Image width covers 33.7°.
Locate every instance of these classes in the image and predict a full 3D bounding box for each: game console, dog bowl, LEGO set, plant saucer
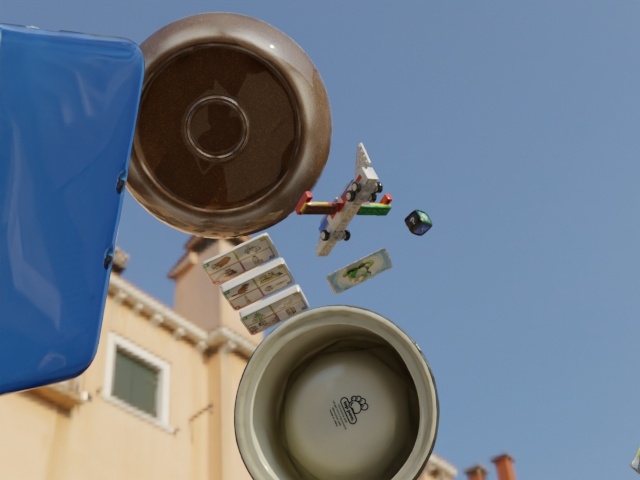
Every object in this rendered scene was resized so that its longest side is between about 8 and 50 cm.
[{"bbox_3d":[-0.293,-0.030,0.804,0.250,0.173,0.293,12,-78,1],"label":"game console"},{"bbox_3d":[0.046,0.339,2.054,0.408,0.408,0.150,-19,-20,14],"label":"dog bowl"},{"bbox_3d":[0.000,0.000,1.168,0.244,0.060,0.182,-26,-32,1],"label":"LEGO set"},{"bbox_3d":[-0.139,-0.153,1.434,0.311,0.050,0.310,0,-81,1],"label":"plant saucer"}]

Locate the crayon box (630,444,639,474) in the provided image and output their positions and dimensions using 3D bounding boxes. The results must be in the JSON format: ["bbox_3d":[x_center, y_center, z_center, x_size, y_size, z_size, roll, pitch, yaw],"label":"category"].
[{"bbox_3d":[0.587,0.244,1.475,0.203,0.323,0.083,41,-30,-7],"label":"crayon box"}]
